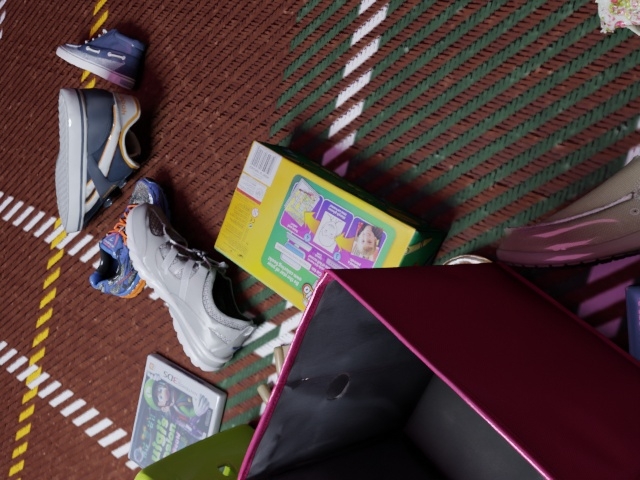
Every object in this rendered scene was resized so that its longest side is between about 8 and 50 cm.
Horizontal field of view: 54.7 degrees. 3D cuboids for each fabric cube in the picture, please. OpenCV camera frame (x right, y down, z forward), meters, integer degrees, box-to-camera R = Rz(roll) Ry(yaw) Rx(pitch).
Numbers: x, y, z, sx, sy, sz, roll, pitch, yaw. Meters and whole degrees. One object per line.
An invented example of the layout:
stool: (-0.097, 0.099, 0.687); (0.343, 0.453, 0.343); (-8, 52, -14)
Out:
fabric cube: (0.123, 0.190, 0.552); (0.254, 0.258, 0.259); (41, 119, 38)

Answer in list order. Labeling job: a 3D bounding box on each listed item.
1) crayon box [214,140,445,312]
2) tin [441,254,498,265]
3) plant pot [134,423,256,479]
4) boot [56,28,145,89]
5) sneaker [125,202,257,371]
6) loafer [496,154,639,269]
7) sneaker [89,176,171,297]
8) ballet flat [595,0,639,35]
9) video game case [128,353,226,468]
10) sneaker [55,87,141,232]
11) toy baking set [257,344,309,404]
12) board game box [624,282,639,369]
crayon box: (0.000, 0.000, 0.809); (0.278, 0.081, 0.165); (32, 107, 31)
tin: (0.202, 0.097, 0.695); (0.190, 0.040, 0.106); (47, 110, 26)
plant pot: (-0.122, 0.412, 0.807); (0.207, 0.227, 0.228); (27, 104, 26)
boot: (-0.387, -0.337, 1.101); (0.190, 0.069, 0.086); (27, 97, 24)
sneaker: (-0.190, 0.051, 0.943); (0.115, 0.105, 0.281); (-37, 80, 16)
loafer: (0.301, -0.032, 0.596); (0.268, 0.102, 0.092); (-14, 80, 24)
sneaker: (-0.315, 0.000, 1.025); (0.083, 0.087, 0.221); (29, 106, 31)
ballet flat: (0.371, -0.207, 0.567); (0.241, 0.091, 0.077); (29, 136, 36)
video game case: (-0.237, 0.304, 1.005); (0.173, 0.022, 0.191); (19, 100, 34)
sneaker: (-0.381, -0.125, 1.063); (0.126, 0.127, 0.321); (65, 146, 24)
toy baking set: (0.017, 0.236, 0.824); (0.196, 0.030, 0.256); (-41, 67, 27)
board game box: (0.442, 0.158, 0.500); (0.335, 0.079, 0.254); (-5, 86, 34)
